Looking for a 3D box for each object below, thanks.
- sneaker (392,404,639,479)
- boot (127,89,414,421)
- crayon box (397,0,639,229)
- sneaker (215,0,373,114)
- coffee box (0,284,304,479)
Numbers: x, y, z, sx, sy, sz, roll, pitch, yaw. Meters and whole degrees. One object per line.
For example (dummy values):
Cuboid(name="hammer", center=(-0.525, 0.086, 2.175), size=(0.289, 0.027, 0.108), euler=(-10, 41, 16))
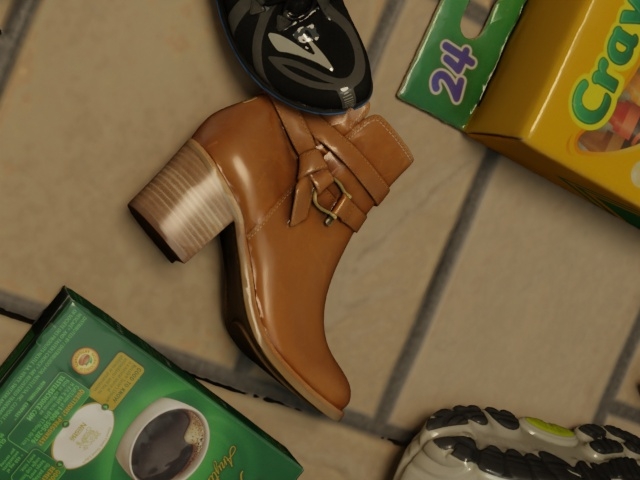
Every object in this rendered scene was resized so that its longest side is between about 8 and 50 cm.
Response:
Cuboid(name="sneaker", center=(0.171, 0.190, 0.720), size=(0.275, 0.107, 0.110), euler=(16, 113, -17))
Cuboid(name="boot", center=(0.000, 0.000, 0.623), size=(0.152, 0.073, 0.197), euler=(-41, 113, -14))
Cuboid(name="crayon box", center=(0.236, -0.113, 0.683), size=(0.323, 0.083, 0.203), euler=(24, 90, -22))
Cuboid(name="sneaker", center=(-0.028, -0.154, 0.565), size=(0.067, 0.078, 0.188), euler=(-26, 95, -14))
Cuboid(name="coffee box", center=(-0.113, 0.126, 0.618), size=(0.184, 0.040, 0.113), euler=(39, 85, -21))
